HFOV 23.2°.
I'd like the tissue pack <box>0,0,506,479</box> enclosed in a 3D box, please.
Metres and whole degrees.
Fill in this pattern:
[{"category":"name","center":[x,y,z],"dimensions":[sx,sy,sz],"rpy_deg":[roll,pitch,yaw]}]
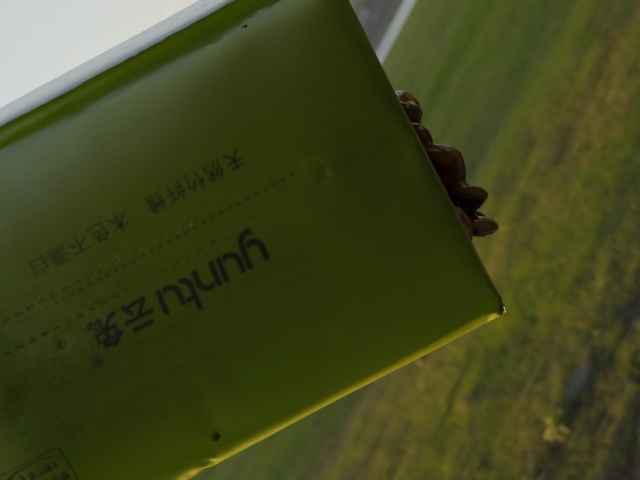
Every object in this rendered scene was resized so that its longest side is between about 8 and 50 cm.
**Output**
[{"category":"tissue pack","center":[-0.079,0.000,0.798],"dimensions":[0.275,0.200,0.167],"rpy_deg":[-28,14,1]}]

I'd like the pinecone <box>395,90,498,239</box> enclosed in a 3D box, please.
[{"category":"pinecone","center":[-0.002,-0.001,1.028],"dimensions":[0.212,0.168,0.185],"rpy_deg":[-32,-23,-3]}]
